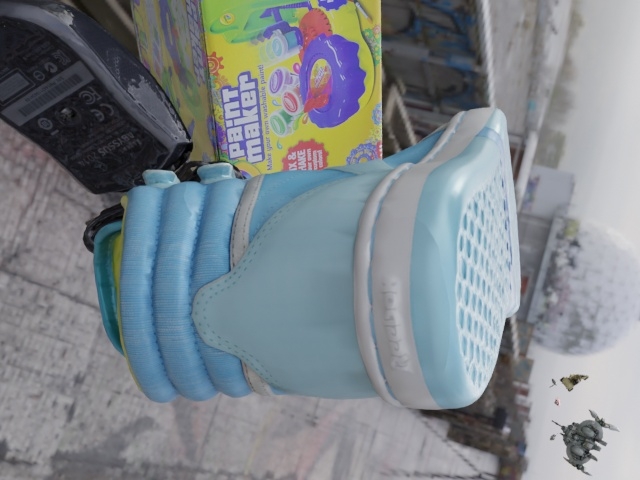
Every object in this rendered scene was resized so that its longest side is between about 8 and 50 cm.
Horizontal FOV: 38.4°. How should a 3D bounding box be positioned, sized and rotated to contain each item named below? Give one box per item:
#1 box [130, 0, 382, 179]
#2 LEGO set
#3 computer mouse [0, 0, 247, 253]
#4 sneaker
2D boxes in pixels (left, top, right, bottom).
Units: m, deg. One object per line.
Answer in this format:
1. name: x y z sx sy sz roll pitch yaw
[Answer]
1. box: -0.076 -0.223 0.935 0.177 0.279 0.290 -16 127 -18
2. LEGO set: 0.207 0.149 0.741 0.083 0.054 0.023 62 16 11
3. computer mouse: -0.195 -0.108 0.795 0.272 0.188 0.072 51 31 -36
4. sneaker: 0.000 0.000 0.506 0.319 0.208 0.127 -23 108 -72
